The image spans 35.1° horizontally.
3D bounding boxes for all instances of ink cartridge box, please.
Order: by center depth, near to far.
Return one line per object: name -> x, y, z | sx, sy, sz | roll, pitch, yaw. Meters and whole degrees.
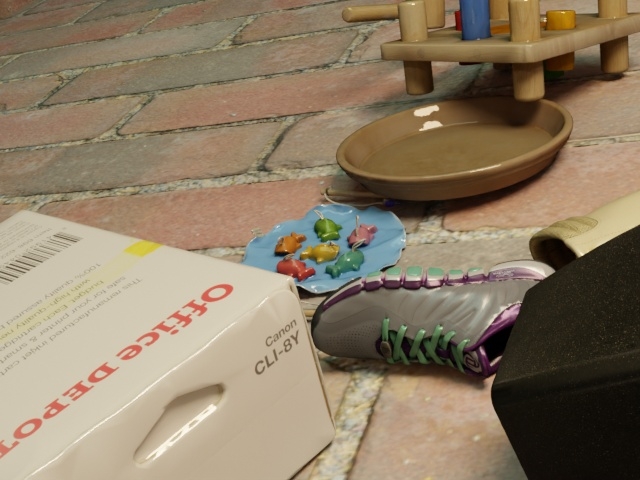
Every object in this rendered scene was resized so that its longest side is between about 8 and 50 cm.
ink cartridge box -> -0.223, 0.129, 0.830 | 0.384, 0.160, 0.279 | 12, 38, 43

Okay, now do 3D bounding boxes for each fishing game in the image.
fishing game -> 0.000, 0.000, 1.093 | 0.189, 0.041, 0.264 | 4, 32, 30

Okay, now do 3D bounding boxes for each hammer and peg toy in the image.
hammer and peg toy -> 0.210, -0.269, 1.353 | 0.266, 0.127, 0.361 | -22, 22, -38

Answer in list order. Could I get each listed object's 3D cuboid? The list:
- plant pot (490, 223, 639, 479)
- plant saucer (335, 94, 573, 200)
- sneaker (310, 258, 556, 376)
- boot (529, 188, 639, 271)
plant pot -> 0.217, 0.097, 0.643 | 0.167, 0.188, 0.187 | -14, 24, 31
plant saucer -> 0.157, -0.110, 1.193 | 0.277, 0.041, 0.278 | -10, 23, 4
sneaker -> 0.098, 0.075, 0.851 | 0.223, 0.083, 0.098 | -12, 34, 10
boot -> 0.314, 0.011, 0.833 | 0.203, 0.095, 0.262 | -22, 26, -13
